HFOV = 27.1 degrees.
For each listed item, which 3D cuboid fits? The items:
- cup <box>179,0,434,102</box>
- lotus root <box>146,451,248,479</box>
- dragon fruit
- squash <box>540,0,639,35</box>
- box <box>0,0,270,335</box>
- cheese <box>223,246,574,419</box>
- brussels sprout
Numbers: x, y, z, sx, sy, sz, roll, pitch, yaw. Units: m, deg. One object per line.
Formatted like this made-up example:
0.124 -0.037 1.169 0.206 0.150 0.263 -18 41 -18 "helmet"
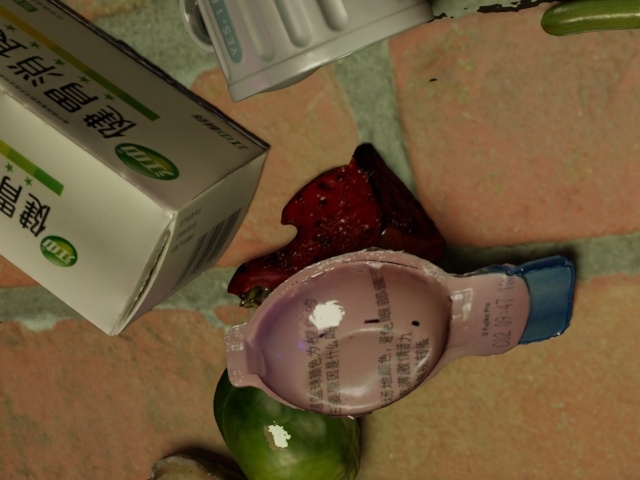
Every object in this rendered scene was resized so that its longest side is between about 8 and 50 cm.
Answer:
-0.049 -0.217 1.015 0.221 0.167 0.202 -20 97 25 "cup"
-0.032 0.298 1.213 0.329 0.078 0.167 27 121 38 "lotus root"
-0.007 0.009 1.122 0.192 0.092 0.122 -22 99 30 "dragon fruit"
0.205 -0.168 0.994 0.083 0.027 0.028 -1 109 26 "squash"
-0.233 -0.090 1.141 0.332 0.173 0.145 35 119 9 "box"
0.065 0.070 1.059 0.285 0.074 0.189 -11 135 -5 "cheese"
-0.026 0.164 1.170 0.155 0.155 0.117 43 86 4 "brussels sprout"
